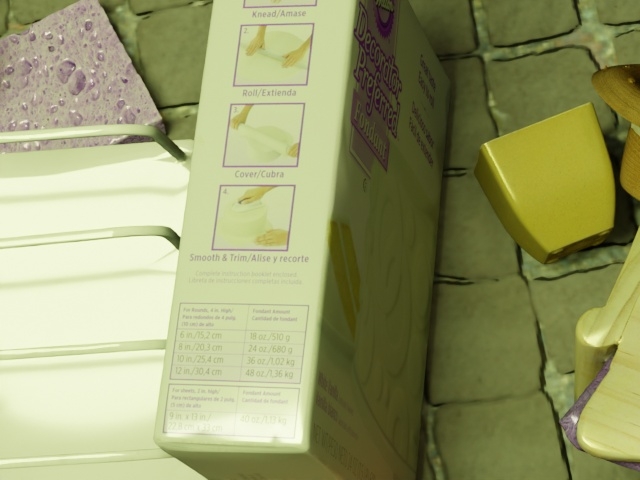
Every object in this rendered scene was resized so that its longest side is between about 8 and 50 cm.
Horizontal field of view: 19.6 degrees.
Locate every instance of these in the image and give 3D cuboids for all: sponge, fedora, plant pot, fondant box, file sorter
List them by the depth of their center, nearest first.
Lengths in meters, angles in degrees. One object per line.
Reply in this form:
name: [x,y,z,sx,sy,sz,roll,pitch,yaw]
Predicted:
file sorter: [-0.172,0.071,1.152,0.192,0.173,0.278,-4,84,2]
fondant box: [0.000,0.000,1.156,0.096,0.238,0.330,-1,70,17]
fedora: [0.256,-0.052,1.219,0.194,0.194,0.079,24,111,12]
plant pot: [0.158,-0.032,1.247,0.081,0.081,0.083,-21,78,-3]
sponge: [-0.228,-0.081,1.319,0.210,0.031,0.117,-27,70,-5]

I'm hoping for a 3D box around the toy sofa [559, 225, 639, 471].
toy sofa: [0.331,0.124,1.128,0.362,0.150,0.177,20,72,15]
